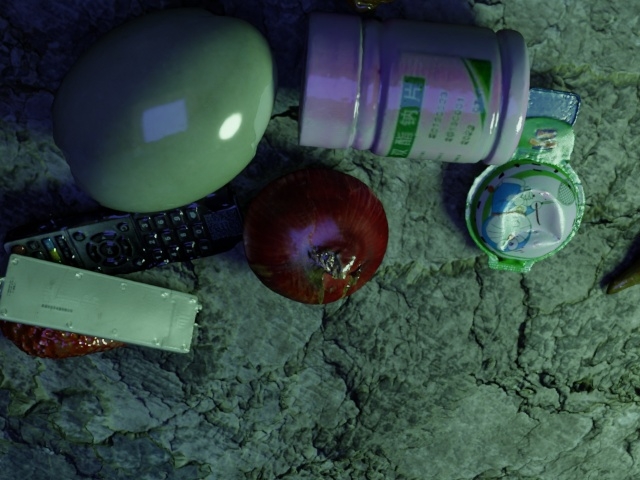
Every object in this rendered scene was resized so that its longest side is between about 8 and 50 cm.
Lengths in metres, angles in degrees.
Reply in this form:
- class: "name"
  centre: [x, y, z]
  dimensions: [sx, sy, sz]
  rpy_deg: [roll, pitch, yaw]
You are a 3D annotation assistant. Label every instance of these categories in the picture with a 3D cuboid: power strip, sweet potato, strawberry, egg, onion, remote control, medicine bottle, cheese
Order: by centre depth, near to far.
- class: "egg"
  centre: [-0.215, -0.197, 1.407]
  dimensions: [0.336, 0.278, 0.278]
  rpy_deg: [-24, 112, 8]
- class: "medicine bottle"
  centre: [0.133, -0.229, 1.441]
  dimensions: [0.325, 0.212, 0.212]
  rpy_deg: [5, 113, -5]
- class: "onion"
  centre: [-0.003, -0.006, 1.564]
  dimensions: [0.248, 0.161, 0.248]
  rpy_deg: [1, 87, -16]
- class: "cheese"
  centre: [0.347, -0.093, 1.573]
  dimensions: [0.204, 0.083, 0.320]
  rpy_deg: [8, 113, -5]
- class: "power strip"
  centre: [-0.359, 0.110, 1.578]
  dimensions: [0.367, 0.043, 0.106]
  rpy_deg: [16, 78, -31]
- class: "remote control"
  centre: [-0.324, -0.011, 1.592]
  dimensions: [0.399, 0.062, 0.144]
  rpy_deg: [-11, 127, 4]
- class: "strawberry"
  centre: [-0.437, 0.157, 1.619]
  dimensions: [0.236, 0.106, 0.175]
  rpy_deg: [-5, 136, 4]
- class: "sweet potato"
  centre: [0.599, 0.020, 1.644]
  dimensions: [0.249, 0.059, 0.069]
  rpy_deg: [-33, 147, 13]

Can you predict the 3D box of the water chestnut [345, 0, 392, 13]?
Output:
- class: "water chestnut"
  centre: [0.075, -0.449, 1.340]
  dimensions: [0.224, 0.223, 0.238]
  rpy_deg: [25, 124, -12]
